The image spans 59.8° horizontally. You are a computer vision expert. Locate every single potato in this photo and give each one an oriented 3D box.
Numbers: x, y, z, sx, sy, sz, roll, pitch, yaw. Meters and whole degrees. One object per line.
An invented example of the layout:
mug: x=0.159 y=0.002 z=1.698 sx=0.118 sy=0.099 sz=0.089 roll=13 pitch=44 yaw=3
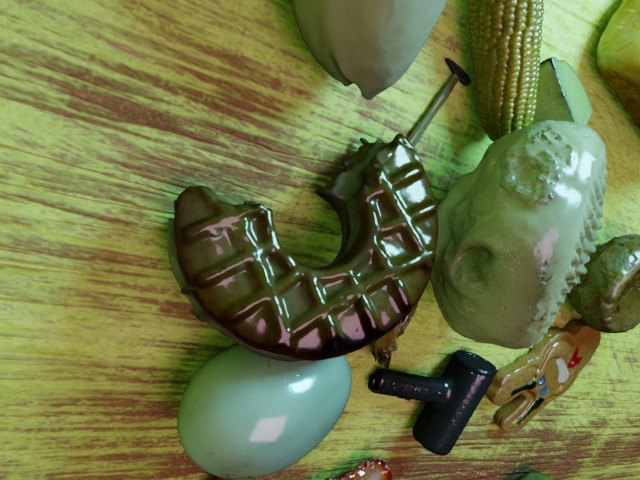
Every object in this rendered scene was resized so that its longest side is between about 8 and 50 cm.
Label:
potato: x=0.396 y=-0.247 z=0.952 sx=0.120 sy=0.081 sz=0.149 roll=-47 pitch=115 yaw=-43

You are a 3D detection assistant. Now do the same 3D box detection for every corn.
corn: x=0.275 y=-0.292 z=0.823 sx=0.106 sy=0.106 sz=0.305 roll=-29 pitch=127 yaw=-18

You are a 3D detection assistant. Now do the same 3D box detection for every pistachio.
pistachio: x=0.059 y=-0.323 z=0.627 sx=0.226 sy=0.208 sz=0.332 roll=-56 pitch=155 yaw=-58

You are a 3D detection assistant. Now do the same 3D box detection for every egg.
egg: x=-0.071 y=0.225 z=0.785 sx=0.264 sy=0.183 sz=0.183 roll=-17 pitch=119 yaw=-31

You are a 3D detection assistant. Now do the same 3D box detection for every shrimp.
shrimp: x=0.128 y=0.141 z=0.968 sx=0.099 sy=0.041 sz=0.180 roll=-7 pitch=113 yaw=-45

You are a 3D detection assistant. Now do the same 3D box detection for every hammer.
hammer: x=0.158 y=-0.184 z=0.853 sx=0.062 sy=0.013 sz=0.199 roll=35 pitch=90 yaw=-37

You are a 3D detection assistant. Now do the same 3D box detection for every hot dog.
hot dog: x=0.685 y=-0.283 z=1.006 sx=0.405 sy=0.223 sz=0.185 roll=29 pitch=97 yaw=-36

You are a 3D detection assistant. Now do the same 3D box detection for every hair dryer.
hair dryer: x=0.192 y=0.288 z=1.052 sx=0.251 sy=0.089 sz=0.197 roll=21 pitch=101 yaw=-27

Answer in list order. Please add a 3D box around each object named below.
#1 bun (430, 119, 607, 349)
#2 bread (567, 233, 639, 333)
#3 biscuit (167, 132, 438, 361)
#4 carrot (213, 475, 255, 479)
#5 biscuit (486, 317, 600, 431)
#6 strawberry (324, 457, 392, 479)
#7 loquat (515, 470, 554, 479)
bun: x=0.309 y=-0.016 z=0.876 sx=0.326 sy=0.234 sz=0.362 roll=-24 pitch=131 yaw=-45
bread: x=0.641 y=0.092 z=1.204 sx=0.230 sy=0.123 sz=0.230 roll=-16 pitch=124 yaw=-26
biscuit: x=-0.001 y=0.020 z=0.729 sx=0.366 sy=0.115 sz=0.268 roll=-22 pitch=89 yaw=-20
carrot: x=-0.150 y=0.426 z=0.897 sx=0.067 sy=0.067 sz=0.225 roll=6 pitch=109 yaw=-33
biscuit: x=0.519 y=0.298 z=1.267 sx=0.334 sy=0.047 sz=0.202 roll=-32 pitch=124 yaw=-17
strawberry: x=0.031 y=0.520 z=1.037 sx=0.236 sy=0.107 sz=0.175 roll=-15 pitch=81 yaw=-27
loquat: x=0.533 y=0.669 z=1.381 sx=0.152 sy=0.152 sz=0.195 roll=-16 pitch=126 yaw=-25
